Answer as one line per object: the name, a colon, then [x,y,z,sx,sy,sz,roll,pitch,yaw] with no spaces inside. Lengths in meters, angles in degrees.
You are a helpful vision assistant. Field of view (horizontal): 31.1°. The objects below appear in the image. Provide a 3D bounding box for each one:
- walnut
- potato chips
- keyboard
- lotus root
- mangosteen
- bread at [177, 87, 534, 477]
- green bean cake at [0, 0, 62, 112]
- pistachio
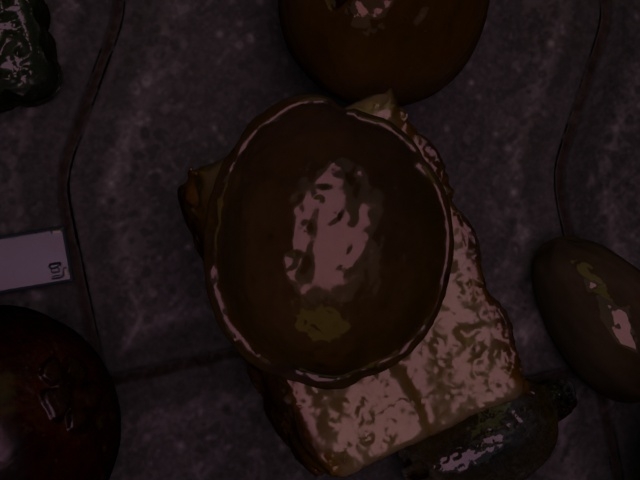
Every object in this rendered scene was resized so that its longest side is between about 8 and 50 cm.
walnut: [0.066,-0.268,1.072,0.203,0.203,0.297,17,83,-8]
potato chips: [0.000,0.001,0.845,0.195,0.062,0.208,-26,88,-13]
keyboard: [-0.325,0.028,1.083,0.176,0.014,0.055,-10,89,-9]
lotus root: [0.165,0.188,1.121,0.192,0.088,0.113,-24,86,-9]
mangosteen: [-0.302,0.172,1.002,0.258,0.215,0.215,-25,93,26]
bread: [0.015,0.038,1.009,0.207,0.279,0.279,-23,93,-7]
green bean cake: [-0.340,-0.202,1.048,0.182,0.094,0.173,-10,91,-8]
pistachio: [0.282,0.075,1.139,0.108,0.126,0.185,-30,90,-51]
